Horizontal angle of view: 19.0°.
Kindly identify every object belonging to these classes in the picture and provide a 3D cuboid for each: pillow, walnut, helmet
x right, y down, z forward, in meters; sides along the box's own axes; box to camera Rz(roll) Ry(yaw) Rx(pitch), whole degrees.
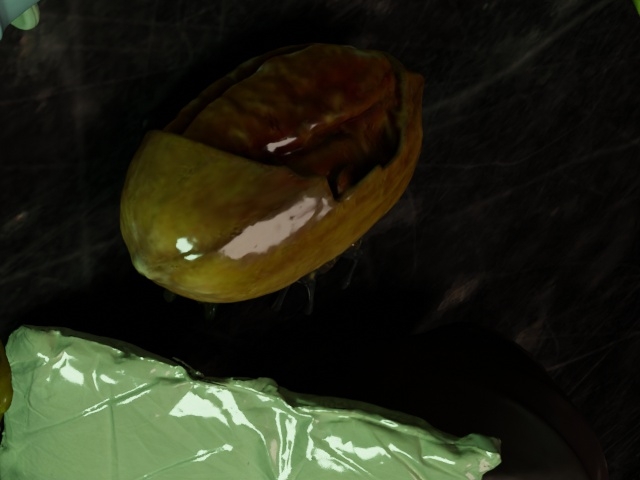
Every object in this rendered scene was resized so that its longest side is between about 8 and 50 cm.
[{"bbox_3d":[-0.058,0.168,1.147,0.076,0.281,0.274,-76,-179,-47],"label":"pillow"},{"bbox_3d":[-0.018,-0.042,1.022,0.207,0.116,0.115,-31,151,-27],"label":"walnut"},{"bbox_3d":[0.064,0.194,1.300,0.305,0.177,0.225,-21,116,-15],"label":"helmet"}]

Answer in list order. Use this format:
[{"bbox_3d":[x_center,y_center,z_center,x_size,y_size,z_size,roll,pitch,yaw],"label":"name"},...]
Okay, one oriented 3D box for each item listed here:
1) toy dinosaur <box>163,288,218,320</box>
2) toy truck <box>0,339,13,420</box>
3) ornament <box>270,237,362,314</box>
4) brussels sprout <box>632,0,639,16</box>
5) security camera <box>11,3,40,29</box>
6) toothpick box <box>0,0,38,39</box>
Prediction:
[{"bbox_3d":[-0.054,0.001,1.136,0.119,0.029,0.060,-63,165,22],"label":"toy dinosaur"},{"bbox_3d":[-0.224,0.067,0.815,0.224,0.165,0.147,-15,141,-46],"label":"toy truck"},{"bbox_3d":[0.000,0.000,1.202,0.073,0.028,0.125,-35,154,-19],"label":"ornament"},{"bbox_3d":[0.260,-0.196,0.998,0.268,0.344,0.344,-8,156,11],"label":"brussels sprout"},{"bbox_3d":[-0.169,-0.088,0.794,0.092,0.058,0.058,-39,154,-18],"label":"security camera"},{"bbox_3d":[-0.122,-0.141,0.733,0.153,0.101,0.101,-40,154,-14],"label":"toothpick box"}]
